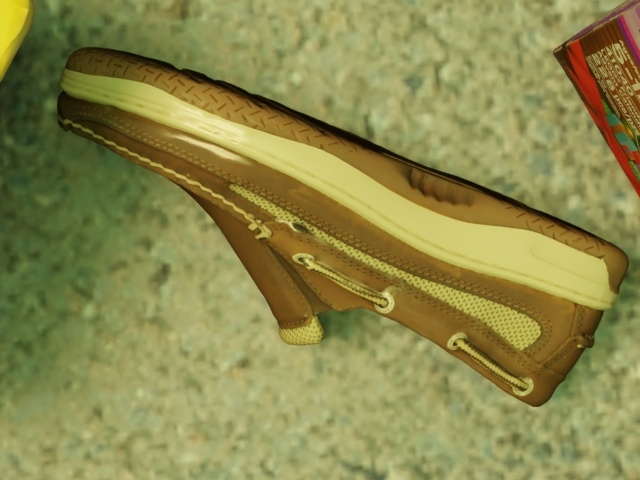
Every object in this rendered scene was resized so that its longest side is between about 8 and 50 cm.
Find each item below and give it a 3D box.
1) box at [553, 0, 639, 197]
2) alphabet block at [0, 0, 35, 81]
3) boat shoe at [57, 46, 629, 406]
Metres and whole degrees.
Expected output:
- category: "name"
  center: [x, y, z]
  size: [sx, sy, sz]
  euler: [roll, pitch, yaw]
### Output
- category: "box"
  center: [0.205, 0.025, 0.559]
  size: [0.057, 0.201, 0.293]
  euler: [-31, 92, -1]
- category: "alphabet block"
  center: [-0.234, -0.057, 0.528]
  size: [0.193, 0.197, 0.192]
  euler: [27, 90, -16]
- category: "boat shoe"
  center: [0.000, 0.001, 0.609]
  size: [0.257, 0.095, 0.095]
  euler: [22, 97, -2]
